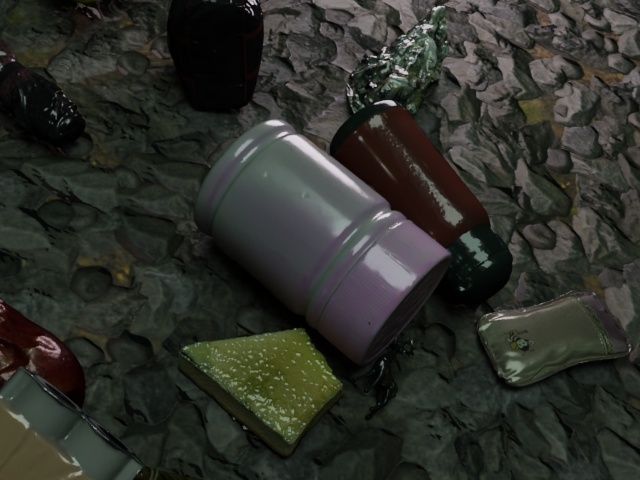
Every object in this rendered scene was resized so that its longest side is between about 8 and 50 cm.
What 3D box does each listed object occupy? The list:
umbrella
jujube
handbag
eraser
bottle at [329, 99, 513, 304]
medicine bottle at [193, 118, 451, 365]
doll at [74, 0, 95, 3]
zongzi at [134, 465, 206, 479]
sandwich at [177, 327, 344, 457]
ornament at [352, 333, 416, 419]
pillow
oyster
[{"bbox_3d":[-0.493,-0.253,1.350,0.326,0.090,0.094,37,57,14],"label":"umbrella"},{"bbox_3d":[-0.386,0.153,1.045,0.230,0.155,0.155,37,53,25],"label":"jujube"},{"bbox_3d":[-0.169,-0.343,1.424,0.155,0.215,0.169,-1,50,-4],"label":"handbag"},{"bbox_3d":[-0.342,0.293,0.907,0.171,0.087,0.291,42,77,-8],"label":"eraser"},{"bbox_3d":[0.157,-0.050,1.340,0.143,0.144,0.336,-23,65,-28],"label":"bottle"},{"bbox_3d":[0.000,0.000,1.217,0.316,0.202,0.202,41,55,16],"label":"medicine bottle"},{"bbox_3d":[-0.377,-0.573,1.579,0.348,0.161,0.423,-21,55,-31],"label":"doll"},{"bbox_3d":[-0.200,0.347,0.995,0.184,0.084,0.187,18,58,-14],"label":"zongzi"},{"bbox_3d":[-0.067,0.168,1.170,0.193,0.058,0.162,36,52,15],"label":"sandwich"},{"bbox_3d":[0.094,0.180,1.200,0.028,0.074,0.125,5,35,41],"label":"ornament"},{"bbox_3d":[0.345,0.140,1.306,0.232,0.038,0.131,-10,55,-19],"label":"pillow"},{"bbox_3d":[0.151,-0.295,1.567,0.252,0.087,0.199,-22,61,-13],"label":"oyster"}]
